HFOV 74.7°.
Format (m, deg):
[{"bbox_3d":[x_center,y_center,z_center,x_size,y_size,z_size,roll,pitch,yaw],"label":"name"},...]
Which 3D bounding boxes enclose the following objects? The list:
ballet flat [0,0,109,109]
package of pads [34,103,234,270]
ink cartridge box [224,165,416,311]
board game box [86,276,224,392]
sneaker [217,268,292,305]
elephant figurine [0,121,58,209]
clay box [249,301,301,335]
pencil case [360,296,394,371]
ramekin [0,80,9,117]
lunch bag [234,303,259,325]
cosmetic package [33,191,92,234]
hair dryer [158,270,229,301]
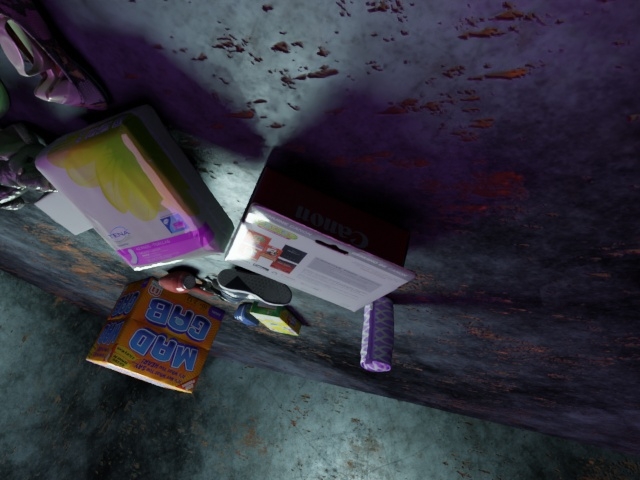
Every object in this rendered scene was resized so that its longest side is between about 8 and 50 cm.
[{"bbox_3d":[-0.403,-0.258,0.613,0.077,0.079,0.221,10,153,14],"label":"ballet flat"},{"bbox_3d":[-0.337,-0.082,0.785,0.229,0.101,0.296,-11,129,21],"label":"package of pads"},{"bbox_3d":[0.000,0.000,0.807,0.310,0.130,0.272,23,152,-12],"label":"ink cartridge box"},{"bbox_3d":[-0.702,0.406,1.796,0.356,0.356,0.357,35,150,-30],"label":"board game box"},{"bbox_3d":[-0.205,0.157,1.298,0.226,0.086,0.163,19,156,-5],"label":"sneaker"},{"bbox_3d":[-0.616,-0.156,0.884,0.240,0.185,0.169,-18,-178,9],"label":"elephant figurine"},{"bbox_3d":[-0.160,0.300,1.589,0.128,0.053,0.222,6,153,23],"label":"clay box"},{"bbox_3d":[0.151,0.241,1.113,0.087,0.206,0.088,-8,143,20],"label":"pencil case"},{"bbox_3d":[-0.735,-0.273,0.712,0.304,0.148,0.303,14,154,7],"label":"ramekin"},{"bbox_3d":[-0.270,0.288,1.617,0.065,0.067,0.098,-7,146,42],"label":"lunch bag"},{"bbox_3d":[-0.520,-0.096,0.934,0.231,0.085,0.117,-10,133,37],"label":"cosmetic package"},{"bbox_3d":[-0.448,0.177,1.499,0.294,0.080,0.223,15,155,7],"label":"hair dryer"}]
